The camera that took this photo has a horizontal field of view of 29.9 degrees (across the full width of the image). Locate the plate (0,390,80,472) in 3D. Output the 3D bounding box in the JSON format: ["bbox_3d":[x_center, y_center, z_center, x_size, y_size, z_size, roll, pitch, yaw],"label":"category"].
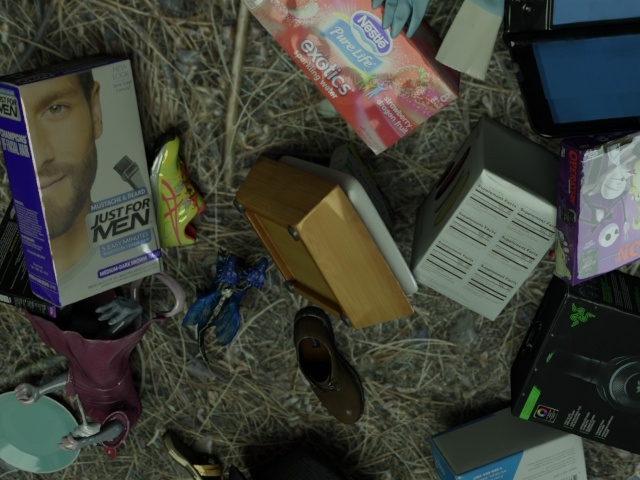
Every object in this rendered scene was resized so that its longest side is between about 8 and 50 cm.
[{"bbox_3d":[-0.522,0.344,2.180,0.188,0.024,0.188,4,120,6],"label":"plate"}]

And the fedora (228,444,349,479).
[{"bbox_3d":[-0.002,0.472,2.076,0.152,0.334,0.334,-45,107,-5],"label":"fedora"}]

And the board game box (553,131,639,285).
[{"bbox_3d":[0.476,-0.083,1.672,0.347,0.056,0.208,-19,127,-25],"label":"board game box"}]

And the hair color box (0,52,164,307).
[{"bbox_3d":[-0.358,-0.092,1.785,0.110,0.185,0.338,16,120,50],"label":"hair color box"}]

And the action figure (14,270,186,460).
[{"bbox_3d":[-0.371,0.215,2.034,0.276,0.248,0.370,-30,135,-24],"label":"action figure"}]

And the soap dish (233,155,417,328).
[{"bbox_3d":[0.000,0.000,1.764,0.118,0.291,0.229,-37,114,-13],"label":"soap dish"}]

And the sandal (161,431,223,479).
[{"bbox_3d":[-0.212,0.403,2.152,0.049,0.072,0.180,-41,103,3],"label":"sandal"}]

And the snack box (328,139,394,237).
[{"bbox_3d":[0.063,-0.069,1.820,0.037,0.100,0.141,-25,113,20],"label":"snack box"}]

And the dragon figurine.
[{"bbox_3d":[-0.166,0.110,1.928,0.085,0.144,0.289,28,119,-7],"label":"dragon figurine"}]

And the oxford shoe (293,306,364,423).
[{"bbox_3d":[0.007,0.230,2.000,0.083,0.096,0.227,-20,116,16],"label":"oxford shoe"}]

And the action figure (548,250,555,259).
[{"bbox_3d":[0.408,0.002,1.853,0.115,0.030,0.038,-16,103,14],"label":"action figure"}]

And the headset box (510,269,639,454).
[{"bbox_3d":[0.454,0.183,1.889,0.283,0.131,0.246,18,119,-2],"label":"headset box"}]

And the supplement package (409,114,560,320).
[{"bbox_3d":[0.246,-0.036,1.759,0.149,0.194,0.203,28,118,-9],"label":"supplement package"}]

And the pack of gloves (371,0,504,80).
[{"bbox_3d":[0.182,-0.356,1.593,0.195,0.046,0.232,20,86,-23],"label":"pack of gloves"}]

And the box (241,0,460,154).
[{"bbox_3d":[0.048,-0.292,1.673,0.154,0.142,0.300,-34,109,23],"label":"box"}]

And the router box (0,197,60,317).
[{"bbox_3d":[-0.453,0.021,1.901,0.133,0.179,0.046,16,150,0],"label":"router box"}]

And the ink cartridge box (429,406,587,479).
[{"bbox_3d":[0.327,0.445,2.014,0.223,0.129,0.307,-19,118,-11],"label":"ink cartridge box"}]

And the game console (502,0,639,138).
[{"bbox_3d":[0.402,-0.290,1.572,0.293,0.173,0.250,-6,119,-6],"label":"game console"}]

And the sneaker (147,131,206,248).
[{"bbox_3d":[-0.224,-0.077,1.877,0.094,0.081,0.208,6,127,-3],"label":"sneaker"}]
